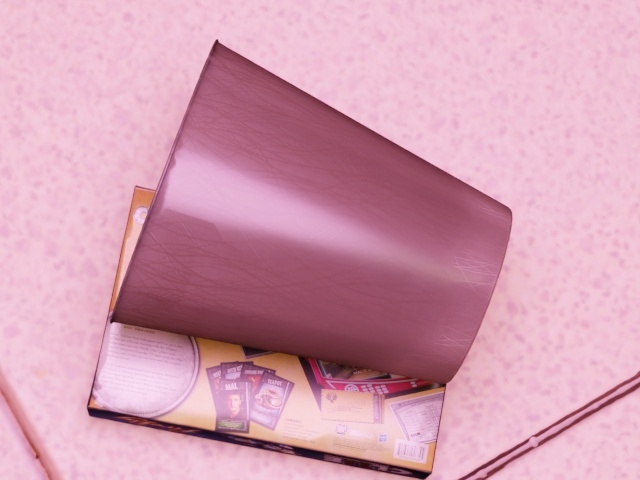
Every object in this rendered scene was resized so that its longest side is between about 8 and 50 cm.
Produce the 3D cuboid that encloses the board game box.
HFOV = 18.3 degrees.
[{"bbox_3d":[-0.028,0.065,1.403,0.243,0.042,0.165,12,76,-2],"label":"board game box"}]

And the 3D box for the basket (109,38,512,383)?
[{"bbox_3d":[0.000,0.000,1.326,0.227,0.154,0.204,21,76,-3],"label":"basket"}]
